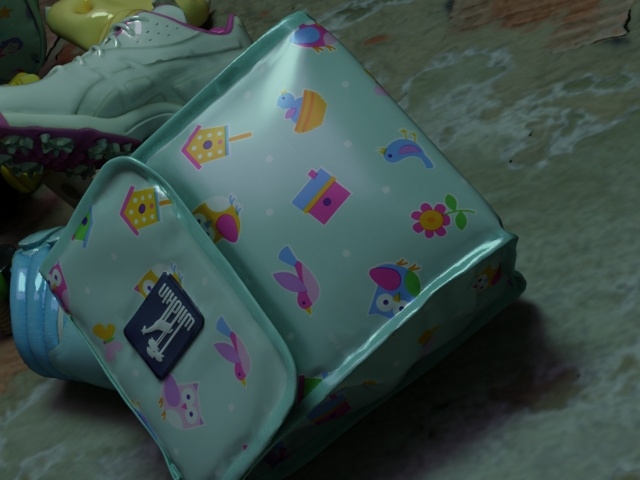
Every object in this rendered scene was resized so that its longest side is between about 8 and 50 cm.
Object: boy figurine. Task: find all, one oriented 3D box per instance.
[{"bbox_3d":[-0.196,-0.231,1.675,0.177,0.092,0.285,-8,31,-15],"label":"boy figurine"}]

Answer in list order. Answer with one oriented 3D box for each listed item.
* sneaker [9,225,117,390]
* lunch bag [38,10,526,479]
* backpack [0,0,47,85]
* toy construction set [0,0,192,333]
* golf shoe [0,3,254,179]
[{"bbox_3d":[-0.131,-0.011,1.267,0.208,0.127,0.319,0,41,37],"label":"sneaker"},{"bbox_3d":[-0.033,0.020,1.047,0.262,0.160,0.223,-38,71,-3],"label":"lunch bag"},{"bbox_3d":[-0.413,-0.221,1.644,0.253,0.225,0.191,-21,48,-3],"label":"backpack"},{"bbox_3d":[-0.254,-0.128,1.429,0.309,0.237,0.257,-36,31,-12],"label":"toy construction set"},{"bbox_3d":[-0.170,-0.126,1.329,0.306,0.140,0.115,-4,-11,-40],"label":"golf shoe"}]
